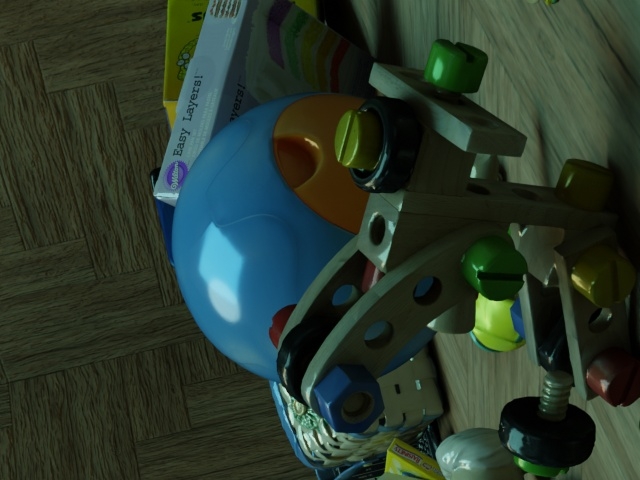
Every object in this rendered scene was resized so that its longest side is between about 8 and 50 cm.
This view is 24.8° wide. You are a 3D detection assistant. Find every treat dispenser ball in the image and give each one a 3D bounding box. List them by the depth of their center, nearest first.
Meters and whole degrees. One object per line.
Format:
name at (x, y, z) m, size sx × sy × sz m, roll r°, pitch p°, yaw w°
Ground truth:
treat dispenser ball at (0.000, 0.000, 1.412) m, size 0.288 × 0.288 × 0.288 m, roll 167°, pitch 90°, yaw -84°

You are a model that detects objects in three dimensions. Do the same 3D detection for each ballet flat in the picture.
ballet flat at (0.134, -0.016, 1.236) m, size 0.077 × 0.077 × 0.231 m, roll 121°, pitch 138°, yaw -50°

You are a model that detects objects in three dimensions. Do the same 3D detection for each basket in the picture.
basket at (0.027, 0.170, 1.873) m, size 0.289 × 0.201 × 0.255 m, roll 129°, pitch 128°, yaw -66°

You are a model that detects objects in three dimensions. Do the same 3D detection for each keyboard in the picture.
keyboard at (0.141, 0.267, 1.927) m, size 0.108 × 0.023 × 0.180 m, roll 92°, pitch 165°, yaw -68°

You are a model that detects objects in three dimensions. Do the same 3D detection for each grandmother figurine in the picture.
grandmother figurine at (0.182, 0.292, 1.244) m, size 0.342 × 0.104 × 0.208 m, roll -113°, pitch 20°, yaw -47°

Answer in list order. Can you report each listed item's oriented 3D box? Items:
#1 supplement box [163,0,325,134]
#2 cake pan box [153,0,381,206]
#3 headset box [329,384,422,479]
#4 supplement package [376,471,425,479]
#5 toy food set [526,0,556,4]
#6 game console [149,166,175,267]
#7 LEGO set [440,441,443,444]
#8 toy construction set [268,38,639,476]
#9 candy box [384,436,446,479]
supplement box at (-0.091, -0.240, 1.902) m, size 0.194 × 0.195 × 0.357 m, roll 81°, pitch -176°, yaw -47°
cake pan box at (-0.053, -0.122, 1.609) m, size 0.245 × 0.070 × 0.267 m, roll 27°, pitch -107°, yaw -46°
headset box at (0.082, 0.339, 2.102) m, size 0.246 × 0.131 × 0.283 m, roll 104°, pitch 152°, yaw -78°
supplement package at (0.113, 0.422, 1.725) m, size 0.139 × 0.134 × 0.244 m, roll 7°, pitch 116°, yaw 37°
toy food set at (0.139, -0.199, 0.980) m, size 0.083 × 0.020 × 0.083 m, roll -110°, pitch 9°, yaw -48°
game console at (-0.084, -0.044, 2.087) m, size 0.250 × 0.293 × 0.173 m, roll 105°, pitch 152°, yaw -78°
LEGO set at (0.168, 0.260, 1.690) m, size 0.083 × 0.023 × 0.054 m, roll 59°, pitch 168°, yaw 28°
toy construction set at (0.105, -0.020, 0.956) m, size 0.309 × 0.257 × 0.237 m, roll -88°, pitch 5°, yaw -71°
candy box at (0.128, 0.314, 1.826) m, size 0.105 × 0.027 × 0.206 m, roll 31°, pitch 157°, yaw 15°
